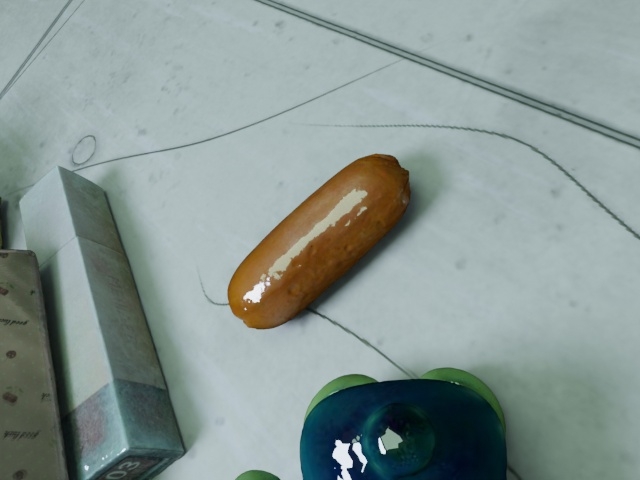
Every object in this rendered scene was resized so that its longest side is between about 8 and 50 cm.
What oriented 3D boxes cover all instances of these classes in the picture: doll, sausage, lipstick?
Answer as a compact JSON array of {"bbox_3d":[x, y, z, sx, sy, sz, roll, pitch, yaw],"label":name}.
[{"bbox_3d":[0.046,0.221,0.325,0.198,0.186,0.322,-9,64,5],"label":"doll"},{"bbox_3d":[0.000,0.000,0.526,0.197,0.076,0.076,-41,55,7],"label":"sausage"},{"bbox_3d":[-0.247,0.075,0.635,0.079,0.076,0.372,-39,55,13],"label":"lipstick"}]

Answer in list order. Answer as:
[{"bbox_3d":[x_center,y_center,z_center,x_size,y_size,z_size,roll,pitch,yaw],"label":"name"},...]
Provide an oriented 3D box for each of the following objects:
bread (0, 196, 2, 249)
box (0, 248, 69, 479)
[{"bbox_3d":[-0.567,-0.020,0.757,0.195,0.252,0.239,-27,55,16],"label":"bread"},{"bbox_3d":[-0.380,0.179,0.538,0.190,0.225,0.297,-53,50,38],"label":"box"}]
